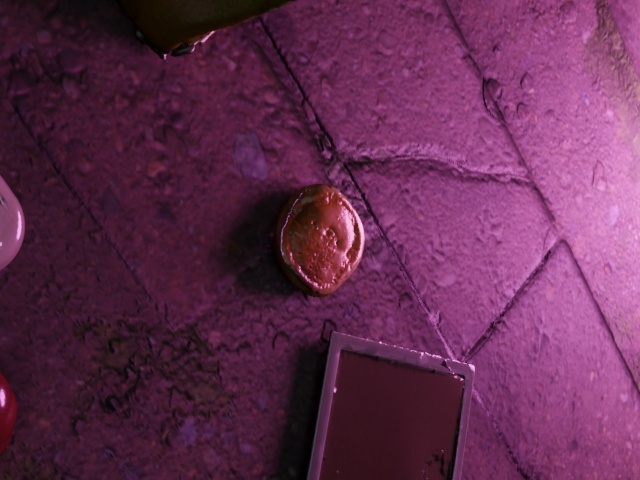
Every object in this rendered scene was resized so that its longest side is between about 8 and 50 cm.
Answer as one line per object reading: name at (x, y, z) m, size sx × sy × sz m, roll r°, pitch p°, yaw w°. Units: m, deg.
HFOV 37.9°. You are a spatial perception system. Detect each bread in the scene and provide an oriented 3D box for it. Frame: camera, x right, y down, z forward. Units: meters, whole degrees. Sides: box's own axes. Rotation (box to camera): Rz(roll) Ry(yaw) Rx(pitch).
bread at (0.000, 0.000, 0.892) m, size 0.110 × 0.024 × 0.110 m, roll 1°, pitch 89°, yaw -38°

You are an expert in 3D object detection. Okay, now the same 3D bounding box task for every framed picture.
framed picture at (0.065, 0.243, 0.942) m, size 0.216 × 0.016 × 0.274 m, roll 18°, pitch 77°, yaw -36°

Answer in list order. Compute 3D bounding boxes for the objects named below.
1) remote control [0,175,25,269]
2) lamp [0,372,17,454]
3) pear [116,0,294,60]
remote control at (-0.288, -0.069, 0.653) m, size 0.078 × 0.042 × 0.221 m, roll -42°, pitch 114°, yaw -31°
lamp at (-0.261, 0.125, 0.640) m, size 0.101 × 0.090 × 0.101 m, roll -24°, pitch 137°, yaw -24°
pear at (-0.035, -0.273, 0.732) m, size 0.238 × 0.255 × 0.164 m, roll -41°, pitch 115°, yaw -26°
